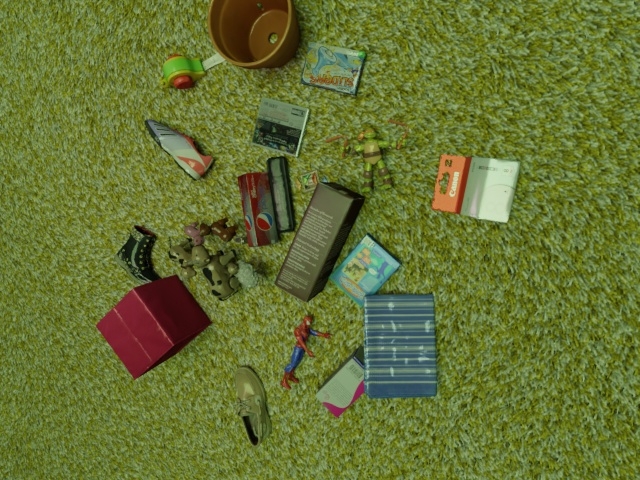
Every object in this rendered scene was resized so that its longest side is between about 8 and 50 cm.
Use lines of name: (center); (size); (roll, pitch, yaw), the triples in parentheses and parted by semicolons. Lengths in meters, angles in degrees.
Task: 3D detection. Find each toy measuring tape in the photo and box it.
toy measuring tape: (-0.468, -0.646, 1.489); (0.329, 0.121, 0.122); (-20, 90, 19)

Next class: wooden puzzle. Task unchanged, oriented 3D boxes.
wooden puzzle: (-0.036, -0.212, 1.453); (0.116, 0.014, 0.079); (-22, 90, 19)

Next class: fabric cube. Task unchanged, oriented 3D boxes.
fabric cube: (-0.643, 0.329, 1.591); (0.259, 0.254, 0.258); (-40, 85, 17)

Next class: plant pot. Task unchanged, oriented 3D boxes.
plant pot: (-0.193, -0.700, 1.345); (0.290, 0.203, 0.291); (2, 97, 18)

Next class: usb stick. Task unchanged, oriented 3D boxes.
usb stick: (-0.144, -0.167, 1.478); (0.077, 0.045, 0.278); (-7, 94, 12)

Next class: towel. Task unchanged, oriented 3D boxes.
towel: (0.262, 0.347, 1.346); (0.243, 0.040, 0.336); (0, 83, 0)

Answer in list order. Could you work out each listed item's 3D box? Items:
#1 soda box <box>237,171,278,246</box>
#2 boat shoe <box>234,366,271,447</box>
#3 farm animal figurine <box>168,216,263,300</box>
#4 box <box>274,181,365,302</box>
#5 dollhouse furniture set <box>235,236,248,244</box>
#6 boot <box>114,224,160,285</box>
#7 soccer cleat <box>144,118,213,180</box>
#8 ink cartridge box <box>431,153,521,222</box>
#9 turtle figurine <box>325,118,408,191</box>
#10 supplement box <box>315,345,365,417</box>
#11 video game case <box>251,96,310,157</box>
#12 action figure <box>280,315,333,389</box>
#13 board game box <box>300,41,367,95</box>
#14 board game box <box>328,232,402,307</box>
soda box: (-0.227, -0.111, 1.473); (0.083, 0.092, 0.264); (-3, 96, 57)
boat shoe: (-0.275, 0.648, 1.589); (0.109, 0.098, 0.303); (-14, 92, 19)
farm animal figurine: (-0.417, 0.082, 1.496); (0.330, 0.172, 0.327); (-26, 101, 40)
box: (0.000, 0.000, 1.374); (0.143, 0.191, 0.382); (29, 104, 13)
dollhouse furniture set: (-0.290, -0.040, 1.520); (0.090, 0.081, 0.115); (3, 97, 17)
boot: (-0.726, 0.067, 1.674); (0.236, 0.085, 0.179); (36, 104, 12)
soccer cleat: (-0.546, -0.370, 1.565); (0.116, 0.108, 0.318); (-44, 79, -5)
ink cartridge box: (0.481, -0.166, 1.270); (0.232, 0.066, 0.189); (10, 100, 12)
turtle figurine: (0.161, -0.274, 1.343); (0.269, 0.087, 0.218); (-7, 102, 10)
supplement box: (0.100, 0.500, 1.443); (0.111, 0.114, 0.220); (44, 106, 8)
video game case: (-0.144, -0.407, 1.461); (0.190, 0.022, 0.173); (19, 102, 14)
action figure: (-0.048, 0.419, 1.494); (0.138, 0.091, 0.281); (16, 102, 22)
board game box: (0.042, -0.578, 1.371); (0.201, 0.035, 0.136); (17, 101, 15)
board game box: (0.154, 0.104, 1.411); (0.160, 0.047, 0.210); (43, 107, 8)
